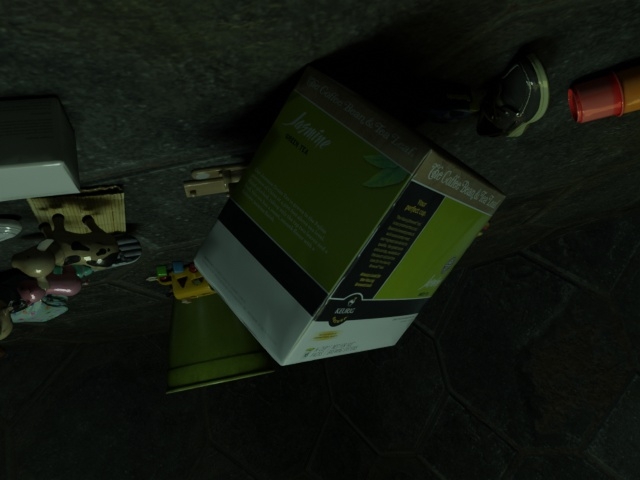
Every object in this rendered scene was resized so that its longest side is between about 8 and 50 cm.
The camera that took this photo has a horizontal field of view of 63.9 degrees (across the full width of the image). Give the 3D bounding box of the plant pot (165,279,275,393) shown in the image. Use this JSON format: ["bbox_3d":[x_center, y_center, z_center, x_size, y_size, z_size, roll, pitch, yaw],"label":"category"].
[{"bbox_3d":[-0.367,0.313,1.774,0.367,0.352,0.366,-11,167,-2],"label":"plant pot"}]

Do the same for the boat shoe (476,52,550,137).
[{"bbox_3d":[0.286,-0.205,0.786,0.074,0.080,0.223,-19,170,6],"label":"boat shoe"}]

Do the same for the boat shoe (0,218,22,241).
[{"bbox_3d":[-0.619,0.005,0.905,0.184,0.063,0.066,-10,167,-5],"label":"boat shoe"}]

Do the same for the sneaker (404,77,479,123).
[{"bbox_3d":[0.173,-0.201,0.764,0.144,0.053,0.059,-1,165,-36],"label":"sneaker"}]

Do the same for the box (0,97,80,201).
[{"bbox_3d":[-0.354,-0.107,0.617,0.101,0.087,0.102,-8,166,-15],"label":"box"}]

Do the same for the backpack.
[{"bbox_3d":[-0.719,0.141,1.274,0.152,0.115,0.182,-16,169,5],"label":"backpack"}]

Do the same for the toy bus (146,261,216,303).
[{"bbox_3d":[-0.403,0.135,1.540,0.191,0.104,0.202,-3,164,-32],"label":"toy bus"}]

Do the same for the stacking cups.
[{"bbox_3d":[0.560,-0.260,0.795,0.317,0.095,0.096,-12,167,14],"label":"stacking cups"}]

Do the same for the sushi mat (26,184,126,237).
[{"bbox_3d":[-0.453,-0.034,0.982,0.152,0.019,0.316,-6,165,-22],"label":"sushi mat"}]

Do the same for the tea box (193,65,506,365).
[{"bbox_3d":[0.057,-0.019,0.761,0.323,0.220,0.329,-55,150,15],"label":"tea box"}]

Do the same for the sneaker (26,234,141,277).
[{"bbox_3d":[-0.486,0.043,1.059,0.224,0.083,0.098,-6,170,-19],"label":"sneaker"}]

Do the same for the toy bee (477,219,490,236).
[{"bbox_3d":[0.380,-0.001,1.541,0.195,0.162,0.298,-4,165,-37],"label":"toy bee"}]

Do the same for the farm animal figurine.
[{"bbox_3d":[-0.501,0.055,0.770,0.330,0.172,0.326,-41,138,-6],"label":"farm animal figurine"}]

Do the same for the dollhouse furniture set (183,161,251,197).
[{"bbox_3d":[-0.167,-0.048,0.889,0.123,0.151,0.144,-9,164,-11],"label":"dollhouse furniture set"}]
